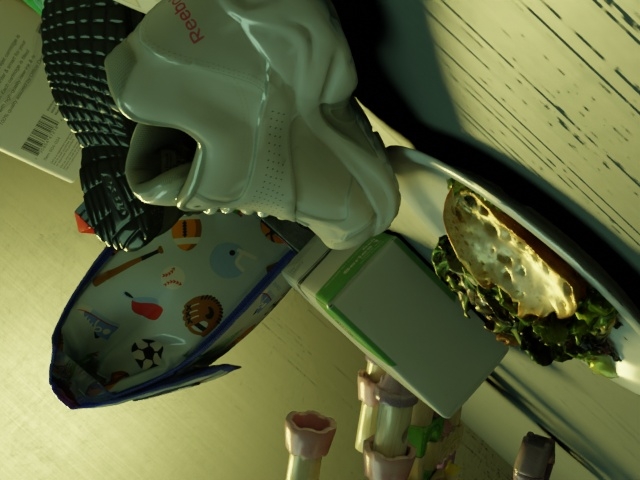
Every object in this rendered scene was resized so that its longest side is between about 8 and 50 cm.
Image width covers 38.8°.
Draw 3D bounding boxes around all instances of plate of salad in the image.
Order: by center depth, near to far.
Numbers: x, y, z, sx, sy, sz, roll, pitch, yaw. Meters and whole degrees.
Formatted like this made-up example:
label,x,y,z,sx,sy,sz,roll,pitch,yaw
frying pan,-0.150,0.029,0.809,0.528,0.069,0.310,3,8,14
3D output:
label,x,y,z,sx,sy,sz,roll,pitch,yaw
plate of salad,0.101,0.025,0.481,0.200,0.048,0.200,41,175,4

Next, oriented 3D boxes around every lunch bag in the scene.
label,x,y,z,sx,sy,sz,roll,pitch,yaw
lunch bag,-0.183,0.074,1.253,0.239,0.385,0.328,42,175,4

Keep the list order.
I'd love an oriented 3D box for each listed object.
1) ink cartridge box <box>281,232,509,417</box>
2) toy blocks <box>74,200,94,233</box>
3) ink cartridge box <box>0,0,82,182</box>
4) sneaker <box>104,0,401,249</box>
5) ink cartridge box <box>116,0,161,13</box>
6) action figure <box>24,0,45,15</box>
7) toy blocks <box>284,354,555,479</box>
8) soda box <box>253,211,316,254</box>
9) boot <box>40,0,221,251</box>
label,x,y,z,sx,sy,sz,roll,pitch,yaw
ink cartridge box,0.063,0.066,0.901,0.160,0.092,0.219,44,176,-14
toy blocks,-0.254,-0.041,1.554,0.381,0.261,0.191,41,175,17
ink cartridge box,-0.426,-0.232,1.276,0.273,0.198,0.115,29,-172,-43
sneaker,-0.034,-0.049,0.440,0.090,0.115,0.232,61,-179,29
ink cartridge box,-0.207,-0.259,0.467,0.385,0.091,0.308,25,175,1
action figure,-0.290,-0.261,1.044,0.232,0.063,0.137,49,171,-24
toy blocks,0.148,0.226,1.179,0.309,0.260,0.288,14,-166,25
soda box,0.000,0.000,1.034,0.169,0.060,0.053,42,177,-5
boot,-0.142,-0.124,0.773,0.083,0.161,0.246,5,112,26
